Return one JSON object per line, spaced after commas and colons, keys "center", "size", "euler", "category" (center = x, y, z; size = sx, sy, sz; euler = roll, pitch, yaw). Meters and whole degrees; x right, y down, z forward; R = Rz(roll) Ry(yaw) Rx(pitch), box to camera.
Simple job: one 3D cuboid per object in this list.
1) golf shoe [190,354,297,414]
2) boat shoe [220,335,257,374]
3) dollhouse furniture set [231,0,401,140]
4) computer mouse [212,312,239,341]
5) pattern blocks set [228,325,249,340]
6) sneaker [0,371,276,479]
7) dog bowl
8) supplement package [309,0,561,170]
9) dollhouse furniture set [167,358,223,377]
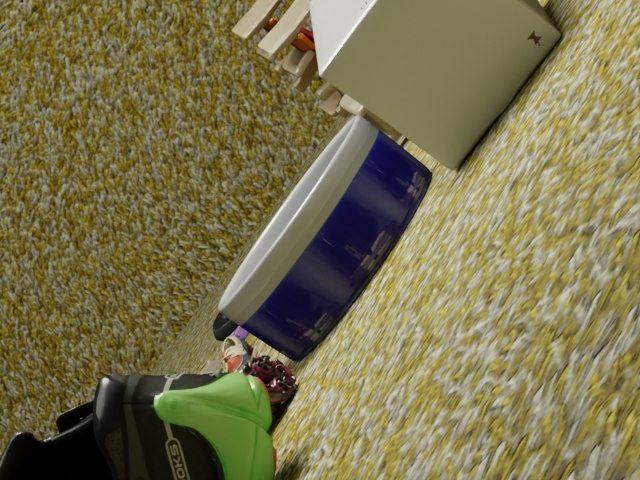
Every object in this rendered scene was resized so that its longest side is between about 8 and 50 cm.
{"center": [-0.100, 0.173, 1.649], "size": [0.186, 0.067, 0.086], "euler": [-9, -40, -52], "category": "golf shoe"}
{"center": [-0.110, 0.157, 2.179], "size": [0.049, 0.043, 0.137], "euler": [-51, 7, 11], "category": "boat shoe"}
{"center": [0.051, -0.242, 2.326], "size": [0.135, 0.262, 0.259], "euler": [-53, 39, -1], "category": "dollhouse furniture set"}
{"center": [-0.072, 0.062, 2.522], "size": [0.242, 0.041, 0.071], "euler": [-48, 20, -2], "category": "computer mouse"}
{"center": [-0.033, 0.021, 2.315], "size": [0.325, 0.026, 0.285], "euler": [-51, 11, 20], "category": "pattern blocks set"}
{"center": [-0.218, 0.248, 1.525], "size": [0.483, 0.202, 0.185], "euler": [-52, 32, 40], "category": "sneaker"}
{"center": [0.004, -0.002, 1.840], "size": [0.265, 0.104, 0.265], "euler": [-53, 6, 8], "category": "dog bowl"}
{"center": [0.109, -0.231, 1.750], "size": [0.177, 0.175, 0.293], "euler": [-52, 15, 15], "category": "supplement package"}
{"center": [-0.180, 0.223, 2.488], "size": [0.151, 0.058, 0.076], "euler": [-14, 29, 52], "category": "dollhouse furniture set"}
